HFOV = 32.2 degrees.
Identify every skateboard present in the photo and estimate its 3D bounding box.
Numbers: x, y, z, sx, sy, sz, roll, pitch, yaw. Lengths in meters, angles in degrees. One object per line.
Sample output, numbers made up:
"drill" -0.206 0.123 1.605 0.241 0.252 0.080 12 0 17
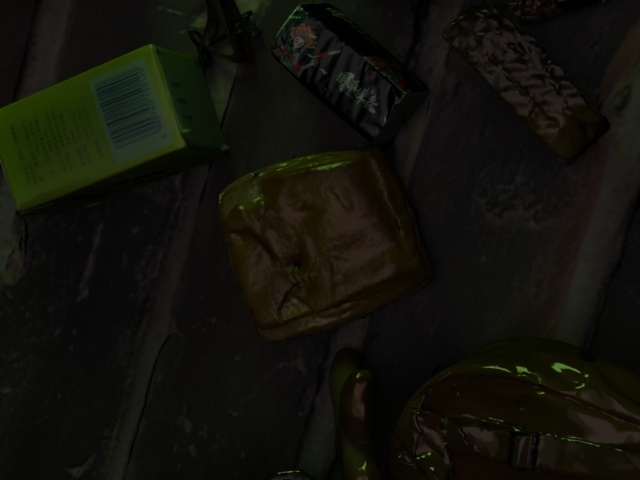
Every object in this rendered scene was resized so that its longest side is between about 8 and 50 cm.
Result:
"skateboard" -0.132 -0.284 1.360 0.080 0.067 0.151 -20 92 26

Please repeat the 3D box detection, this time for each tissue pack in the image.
"tissue pack" 0.033 -0.198 1.294 0.170 0.103 0.090 40 110 10

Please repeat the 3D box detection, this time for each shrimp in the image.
"shrimp" 0.280 -0.299 1.249 0.161 0.034 0.091 -8 91 17

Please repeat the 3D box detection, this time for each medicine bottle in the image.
"medicine bottle" -0.261 -0.130 1.364 0.250 0.137 0.141 -18 90 17

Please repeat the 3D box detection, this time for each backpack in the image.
"backpack" 0.264 0.262 1.204 0.378 0.201 0.354 30 111 15

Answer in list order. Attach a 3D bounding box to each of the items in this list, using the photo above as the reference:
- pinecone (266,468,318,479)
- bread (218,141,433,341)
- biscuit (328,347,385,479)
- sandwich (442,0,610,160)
"pinecone" -0.080 0.445 1.241 0.397 0.398 0.398 1 94 16
"bread" 0.000 0.000 1.318 0.235 0.099 0.211 -19 88 17
"biscuit" 0.040 0.215 1.268 0.047 0.208 0.164 -7 93 -3
"sandwich" 0.226 -0.168 1.182 0.065 0.214 0.186 -43 85 14
